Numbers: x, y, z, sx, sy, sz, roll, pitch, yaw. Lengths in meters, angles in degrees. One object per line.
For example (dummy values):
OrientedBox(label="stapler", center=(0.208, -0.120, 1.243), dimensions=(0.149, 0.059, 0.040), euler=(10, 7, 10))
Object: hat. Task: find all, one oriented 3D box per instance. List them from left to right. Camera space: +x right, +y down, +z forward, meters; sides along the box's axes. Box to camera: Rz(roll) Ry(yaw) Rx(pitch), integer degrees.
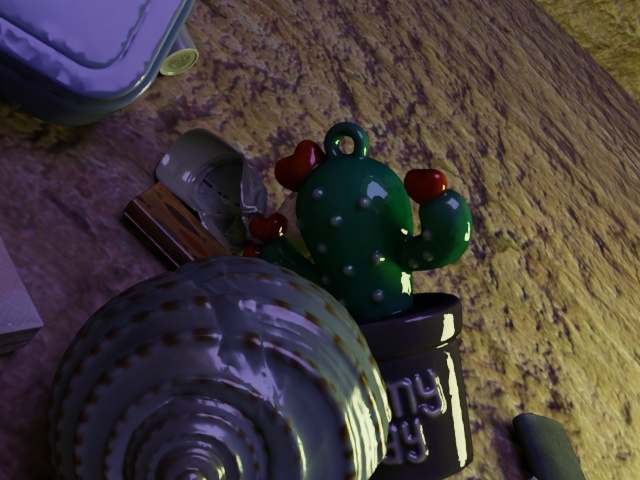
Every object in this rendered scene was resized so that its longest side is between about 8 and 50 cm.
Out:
OrientedBox(label="hat", center=(-0.136, -0.059, 1.174), dimensions=(0.166, 0.081, 0.122), euler=(32, 73, 4))

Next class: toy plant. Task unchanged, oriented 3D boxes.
OrientedBox(label="toy plant", center=(0.067, 0.065, 1.030), dimensions=(0.185, 0.279, 0.400), euler=(-13, 91, -31))

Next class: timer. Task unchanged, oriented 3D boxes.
OrientedBox(label="timer", center=(-0.321, -0.352, 1.061), dimensions=(0.395, 0.173, 0.395), euler=(2, 85, -26))

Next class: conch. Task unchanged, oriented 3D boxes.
OrientedBox(label="conch", center=(-0.096, 0.119, 0.840), dimensions=(0.319, 0.303, 0.215), euler=(-109, -174, -53))

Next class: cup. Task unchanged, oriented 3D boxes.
OrientedBox(label="cup", center=(-0.221, -0.296, 1.323), dimensions=(0.116, 0.074, 0.104), euler=(61, 7, 14))

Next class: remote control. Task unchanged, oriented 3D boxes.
OrientedBox(label="remote control", center=(0.351, 0.403, 1.222), dimensions=(0.107, 0.044, 0.377), euler=(26, 34, -36))

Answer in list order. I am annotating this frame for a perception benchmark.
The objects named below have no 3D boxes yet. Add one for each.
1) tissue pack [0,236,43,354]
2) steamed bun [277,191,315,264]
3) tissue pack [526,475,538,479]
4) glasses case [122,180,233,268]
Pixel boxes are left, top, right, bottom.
OrientedBox(label="tissue pack", center=(-0.396, -0.031, 0.845), dimensions=(0.170, 0.071, 0.325), euler=(-9, 63, -49))
OrientedBox(label="steamed bun", center=(0.000, 0.000, 1.187), dimensions=(0.141, 0.172, 0.155), euler=(43, 51, 14))
OrientedBox(label="tissue pack", center=(0.277, 0.382, 1.132), dimensions=(0.112, 0.051, 0.156), euler=(-25, 60, -39))
OrientedBox(label="glasses case", center=(-0.157, 0.011, 1.091), dimensions=(0.170, 0.041, 0.064), euler=(46, 32, -2))
